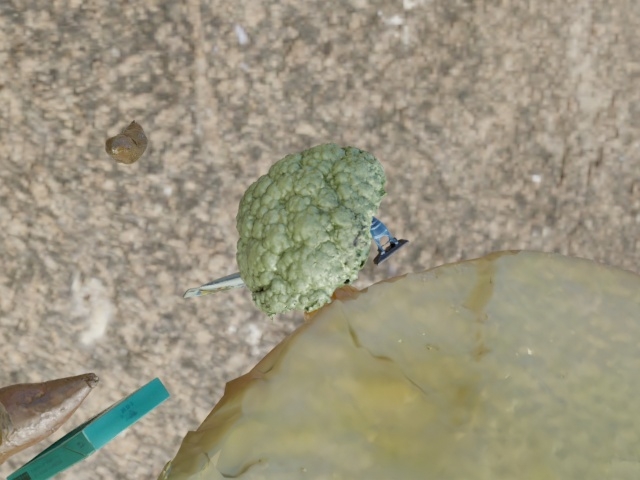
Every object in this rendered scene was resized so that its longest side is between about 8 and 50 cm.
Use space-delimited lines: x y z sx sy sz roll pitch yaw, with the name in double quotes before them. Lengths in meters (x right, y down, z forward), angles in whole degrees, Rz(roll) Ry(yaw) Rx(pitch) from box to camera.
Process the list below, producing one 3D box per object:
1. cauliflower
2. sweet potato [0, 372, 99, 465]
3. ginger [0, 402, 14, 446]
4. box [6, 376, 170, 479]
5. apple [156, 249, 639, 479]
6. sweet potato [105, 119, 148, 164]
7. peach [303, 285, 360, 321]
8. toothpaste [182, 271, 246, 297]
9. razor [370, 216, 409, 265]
"cauliflower" 0.000 0.000 1.655 0.250 0.275 0.272 34 40 -50
"sweet potato" -0.550 0.317 1.833 0.337 0.131 0.131 -34 127 1
"ginger" -0.396 0.221 1.180 0.069 0.173 0.051 40 94 -10
"box" -0.338 0.286 1.499 0.042 0.226 0.161 55 40 -1
"apple" 0.073 0.168 0.410 0.309 0.252 0.314 -40 124 -40
"sweet potato" -0.304 -0.145 1.607 0.054 0.182 0.053 -39 100 8
"peach" 0.028 0.148 2.150 0.138 0.138 0.138 -10 104 -45
"toothpaste" -0.157 0.077 2.099 0.256 0.067 0.037 -14 78 -28
"razor" 0.064 -0.072 1.989 0.082 0.253 0.042 -34 164 -16
